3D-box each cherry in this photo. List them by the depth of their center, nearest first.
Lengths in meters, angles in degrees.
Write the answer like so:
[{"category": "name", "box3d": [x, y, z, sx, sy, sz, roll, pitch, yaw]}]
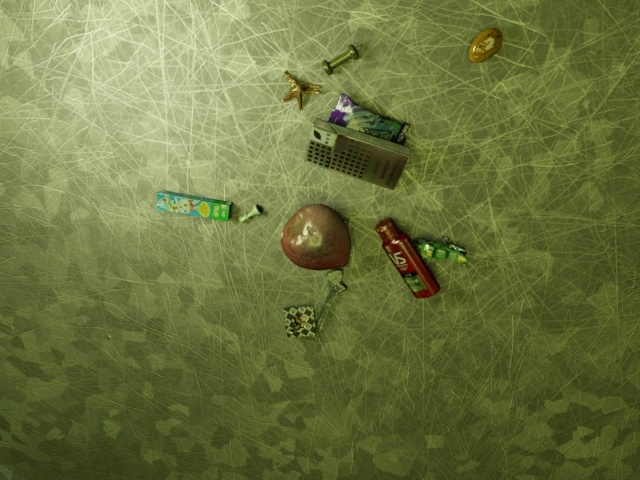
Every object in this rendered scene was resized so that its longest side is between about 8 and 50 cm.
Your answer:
[{"category": "cherry", "box3d": [-0.008, -0.007, 1.776, 0.239, 0.206, 0.239, -16, 133, -18]}]

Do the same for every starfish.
[{"category": "starfish", "box3d": [-0.082, -0.496, 1.671, 0.133, 0.041, 0.130, -34, 102, 17]}]

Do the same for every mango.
[{"category": "mango", "box3d": [0.503, -0.592, 1.564, 0.079, 0.057, 0.114, 37, 118, -13]}]

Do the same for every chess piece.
[{"category": "chess piece", "box3d": [-0.255, -0.092, 1.848, 0.093, 0.042, 0.042, -29, 105, 22]}]

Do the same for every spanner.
[{"category": "spanner", "box3d": [0.023, 0.247, 1.954, 0.093, 0.026, 0.326, 22, 113, -1]}]

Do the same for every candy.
[{"category": "candy", "box3d": [0.149, -0.365, 1.682, 0.275, 0.070, 0.145, 23, 105, -7]}]

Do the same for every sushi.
[{"category": "sushi", "box3d": [-0.078, 0.310, 1.990, 0.120, 0.026, 0.126, -4, 106, 11]}]

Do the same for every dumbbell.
[{"category": "dumbbell", "box3d": [0.063, -0.570, 1.621, 0.117, 0.052, 0.046, -26, 62, 15]}]

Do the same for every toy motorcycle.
[{"category": "toy motorcycle", "box3d": [0.417, 0.033, 1.784, 0.190, 0.106, 0.074, 12, 112, 3]}]

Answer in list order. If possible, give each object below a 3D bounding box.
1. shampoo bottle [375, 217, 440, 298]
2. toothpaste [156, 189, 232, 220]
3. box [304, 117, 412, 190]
[{"category": "shampoo bottle", "box3d": [0.304, 0.066, 1.814, 0.314, 0.076, 0.118, 56, 150, -15]}, {"category": "toothpaste", "box3d": [-0.454, -0.126, 1.849, 0.266, 0.050, 0.065, 10, 109, 2]}, {"category": "box", "box3d": [0.116, -0.279, 1.683, 0.324, 0.047, 0.180, 17, 146, -1]}]
